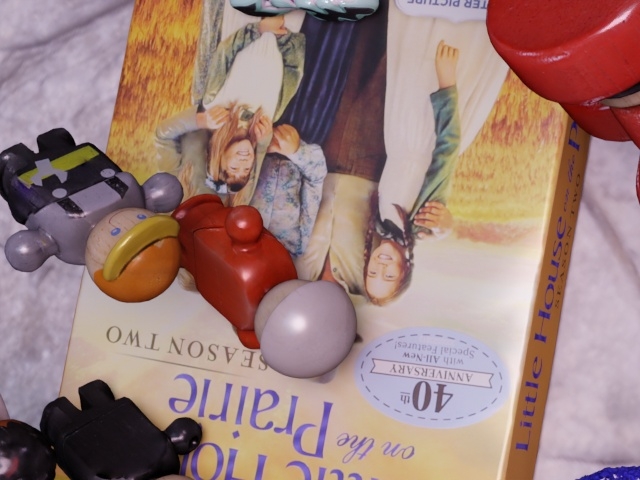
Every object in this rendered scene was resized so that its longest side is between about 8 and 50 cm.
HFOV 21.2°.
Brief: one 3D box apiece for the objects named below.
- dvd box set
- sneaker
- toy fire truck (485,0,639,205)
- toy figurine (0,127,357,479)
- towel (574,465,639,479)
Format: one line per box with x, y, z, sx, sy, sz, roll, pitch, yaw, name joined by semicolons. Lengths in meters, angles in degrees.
0.000;0.000;1.052;0.308;0.062;0.420;9;86;25;dvd box set
-0.007;-0.169;1.027;0.098;0.038;0.069;7;85;25;sneaker
0.203;-0.150;0.805;0.254;0.169;0.302;-41;34;11;toy fire truck
-0.108;0.064;0.938;0.148;0.209;0.213;40;97;40;toy figurine
0.232;0.256;0.836;0.228;0.076;0.308;-7;107;22;towel
